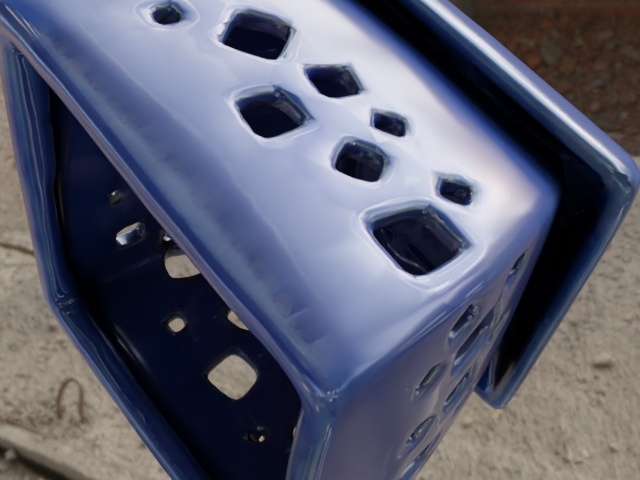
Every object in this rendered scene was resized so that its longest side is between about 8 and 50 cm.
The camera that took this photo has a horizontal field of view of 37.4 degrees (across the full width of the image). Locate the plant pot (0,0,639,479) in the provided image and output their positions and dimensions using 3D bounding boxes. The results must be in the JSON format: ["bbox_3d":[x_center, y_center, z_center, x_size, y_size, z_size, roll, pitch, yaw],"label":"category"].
[{"bbox_3d":[0.000,0.000,0.472,0.212,0.236,0.236,-29,62,-27],"label":"plant pot"}]
